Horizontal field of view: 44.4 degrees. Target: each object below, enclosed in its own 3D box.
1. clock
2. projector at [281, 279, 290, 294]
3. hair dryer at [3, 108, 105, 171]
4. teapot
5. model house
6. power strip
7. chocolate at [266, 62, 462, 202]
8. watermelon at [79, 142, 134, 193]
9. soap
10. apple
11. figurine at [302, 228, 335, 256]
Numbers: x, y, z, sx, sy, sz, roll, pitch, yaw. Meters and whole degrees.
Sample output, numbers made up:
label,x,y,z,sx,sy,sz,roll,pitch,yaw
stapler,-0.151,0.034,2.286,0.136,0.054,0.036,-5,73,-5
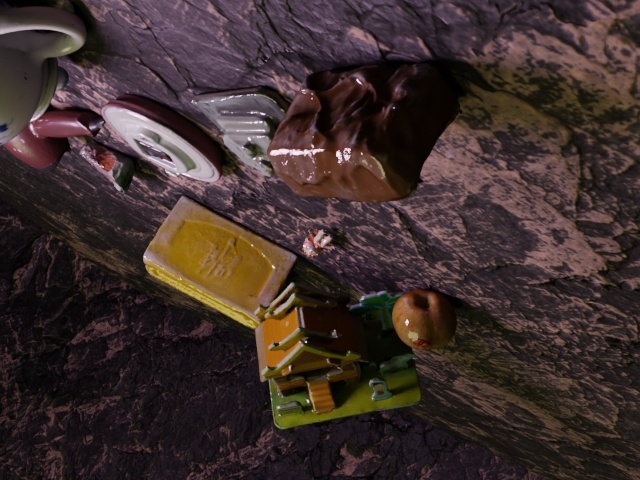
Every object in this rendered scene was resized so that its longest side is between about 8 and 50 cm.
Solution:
label,x,y,z,sx,sy,sz,roll,pitch,yaw
clock,-0.287,-0.177,1.426,0.244,0.056,0.244,26,164,8
projector,-0.204,0.077,2.011,0.269,0.088,0.193,36,169,-2
hair dryer,-0.567,-0.272,1.588,0.340,0.123,0.313,3,141,36
teapot,-0.523,-0.271,1.240,0.424,0.252,0.280,-17,172,39
model house,0.039,0.218,1.620,0.357,0.243,0.313,-9,154,3
power strip,-0.086,-0.141,1.171,0.198,0.065,0.213,41,161,-33
chocolate,0.035,-0.125,0.862,0.214,0.148,0.093,9,150,47
watermelon,-0.470,-0.174,1.749,0.139,0.071,0.187,39,171,-12
soap,-0.228,0.049,1.797,0.315,0.199,0.091,29,160,3
apple,0.202,0.150,1.515,0.126,0.126,0.102,21,130,27
figurine,0.000,0.000,1.514,0.064,0.047,0.109,38,155,-6
